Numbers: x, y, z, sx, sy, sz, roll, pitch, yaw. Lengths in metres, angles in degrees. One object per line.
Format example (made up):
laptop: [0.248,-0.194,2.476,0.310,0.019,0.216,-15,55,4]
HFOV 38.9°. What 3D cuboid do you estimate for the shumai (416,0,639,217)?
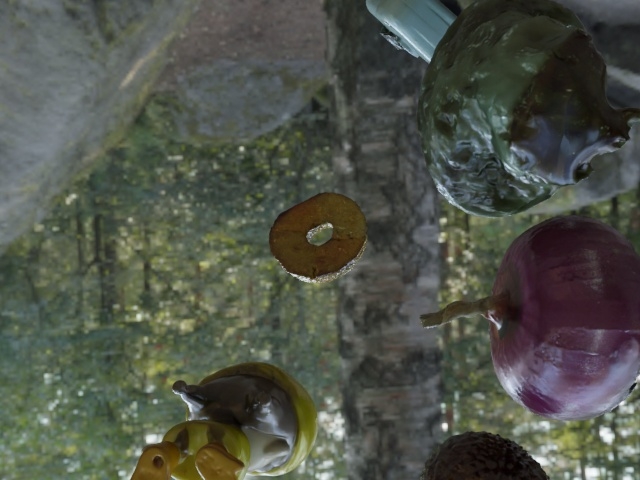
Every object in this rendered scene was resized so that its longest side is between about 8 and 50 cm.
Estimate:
shumai: [0.358,-0.223,1.475,0.324,0.398,0.323,26,178,-17]

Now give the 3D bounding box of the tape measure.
tape measure: [0.215,-0.449,1.922,0.243,0.125,0.246,37,-171,-24]

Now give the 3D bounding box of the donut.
donut: [0.001,0.001,1.733,0.190,0.174,0.075,-44,153,-12]

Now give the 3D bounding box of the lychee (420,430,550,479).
lychee: [0.295,0.463,1.626,0.260,0.261,0.260,-4,175,0]

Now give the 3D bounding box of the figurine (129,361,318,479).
figurine: [-0.130,0.292,1.357,0.215,0.187,0.343,13,-173,14]

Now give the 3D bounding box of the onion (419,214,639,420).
onion: [0.410,0.132,1.579,0.344,0.358,0.358,5,171,-33]
